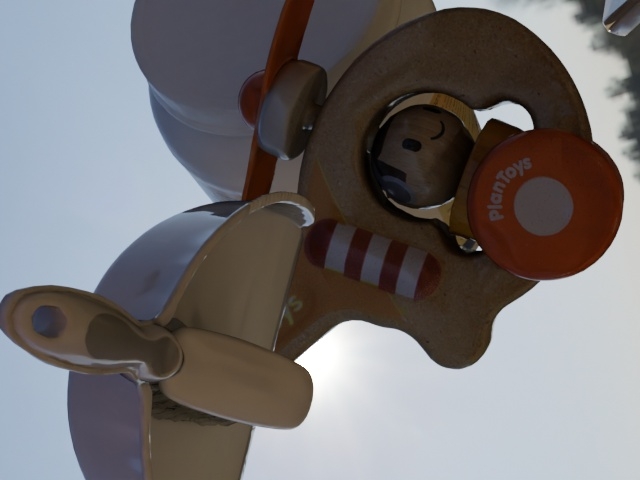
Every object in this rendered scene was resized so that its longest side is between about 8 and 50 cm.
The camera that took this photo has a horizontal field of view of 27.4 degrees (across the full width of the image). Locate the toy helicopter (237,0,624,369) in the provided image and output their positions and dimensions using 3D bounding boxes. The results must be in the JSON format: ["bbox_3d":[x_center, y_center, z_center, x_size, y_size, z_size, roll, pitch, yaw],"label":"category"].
[{"bbox_3d":[0.000,0.000,0.799,0.235,0.355,0.140,48,-167,6],"label":"toy helicopter"}]

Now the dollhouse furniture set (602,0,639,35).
[{"bbox_3d":[0.295,0.000,0.748,0.362,0.257,0.394,134,148,-74],"label":"dollhouse furniture set"}]

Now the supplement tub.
[{"bbox_3d":[0.002,-0.099,1.046,0.316,0.228,0.228,57,-156,-56],"label":"supplement tub"}]

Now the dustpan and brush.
[{"bbox_3d":[-0.048,0.039,0.420,0.211,0.060,0.147,27,-106,-58],"label":"dustpan and brush"}]
